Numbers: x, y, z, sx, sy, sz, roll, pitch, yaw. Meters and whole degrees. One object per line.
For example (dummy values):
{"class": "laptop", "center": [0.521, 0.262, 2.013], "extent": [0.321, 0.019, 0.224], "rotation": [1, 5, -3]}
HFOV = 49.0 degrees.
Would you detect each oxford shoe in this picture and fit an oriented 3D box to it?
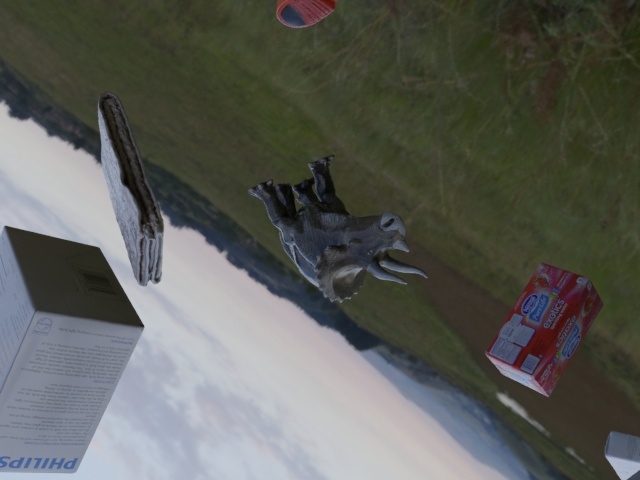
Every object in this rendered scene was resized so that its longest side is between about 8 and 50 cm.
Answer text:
{"class": "oxford shoe", "center": [0.037, -0.433, 1.077], "extent": [0.096, 0.271, 0.099], "rotation": [24, -125, -50]}

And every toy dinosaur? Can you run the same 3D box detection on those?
{"class": "toy dinosaur", "center": [0.000, 0.000, 0.805], "extent": [0.313, 0.120, 0.161], "rotation": [141, 107, -79]}

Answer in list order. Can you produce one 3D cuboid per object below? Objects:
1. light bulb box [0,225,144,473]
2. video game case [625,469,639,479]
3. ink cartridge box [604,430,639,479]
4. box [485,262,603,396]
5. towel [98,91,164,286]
{"class": "light bulb box", "center": [-0.579, 0.221, 1.446], "extent": [0.225, 0.361, 0.358], "rotation": [17, -163, -39]}
{"class": "video game case", "center": [0.514, 0.339, 0.868], "extent": [0.227, 0.206, 0.026], "rotation": [41, 158, 57]}
{"class": "ink cartridge box", "center": [0.657, 0.422, 1.281], "extent": [0.232, 0.066, 0.189], "rotation": [10, 156, 37]}
{"class": "box", "center": [0.500, 0.195, 1.564], "extent": [0.128, 0.257, 0.122], "rotation": [22, 163, 45]}
{"class": "towel", "center": [-0.314, -0.078, 1.146], "extent": [0.282, 0.049, 0.187], "rotation": [65, 154, 26]}
